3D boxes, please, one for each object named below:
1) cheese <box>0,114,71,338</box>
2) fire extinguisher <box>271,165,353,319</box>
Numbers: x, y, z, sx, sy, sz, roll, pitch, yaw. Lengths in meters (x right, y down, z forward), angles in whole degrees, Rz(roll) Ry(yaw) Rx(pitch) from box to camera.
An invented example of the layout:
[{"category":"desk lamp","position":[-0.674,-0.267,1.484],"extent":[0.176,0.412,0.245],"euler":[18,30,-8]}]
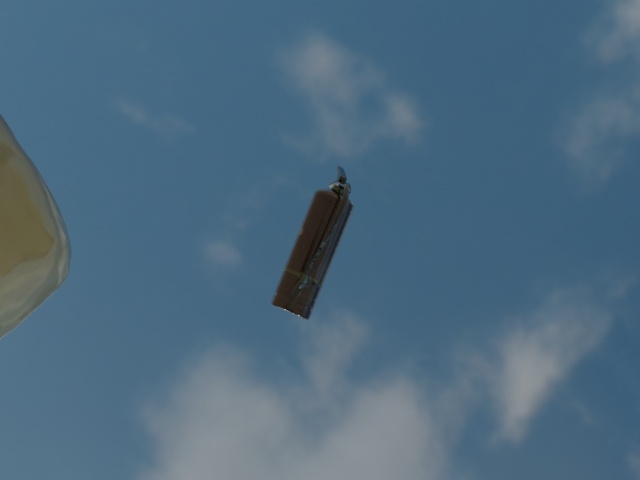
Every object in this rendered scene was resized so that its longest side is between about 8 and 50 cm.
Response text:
[{"category":"cheese","position":[-0.290,-0.035,0.775],"extent":[0.251,0.248,0.173],"euler":[-11,-152,43]},{"category":"fire extinguisher","position":[0.000,0.000,1.540],"extent":[0.157,0.045,0.078],"euler":[-67,-164,-2]}]
